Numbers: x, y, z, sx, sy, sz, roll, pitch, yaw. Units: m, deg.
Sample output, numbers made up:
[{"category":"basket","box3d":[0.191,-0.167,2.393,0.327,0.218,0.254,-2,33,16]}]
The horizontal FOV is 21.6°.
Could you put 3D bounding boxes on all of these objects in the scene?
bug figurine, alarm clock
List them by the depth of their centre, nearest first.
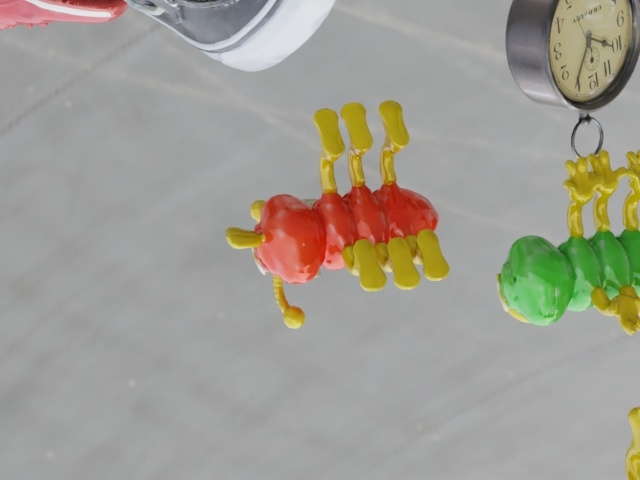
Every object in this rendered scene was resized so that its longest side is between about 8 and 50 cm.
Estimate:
[{"category":"bug figurine","box3d":[0.079,0.075,0.731,0.216,0.279,0.072,-6,156,-17]},{"category":"alarm clock","box3d":[0.214,-0.157,1.415,0.064,0.129,0.192,12,121,47]}]

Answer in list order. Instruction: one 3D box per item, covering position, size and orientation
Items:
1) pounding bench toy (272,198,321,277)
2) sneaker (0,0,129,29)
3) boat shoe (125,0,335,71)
[{"category":"pounding bench toy","box3d":[0.000,0.000,1.420,0.083,0.052,0.065,-3,161,-45]},{"category":"sneaker","box3d":[-0.275,-0.213,1.479,0.221,0.087,0.128,17,146,2]},{"category":"boat shoe","box3d":[-0.098,-0.193,1.136,0.119,0.121,0.335,22,178,-30]}]
